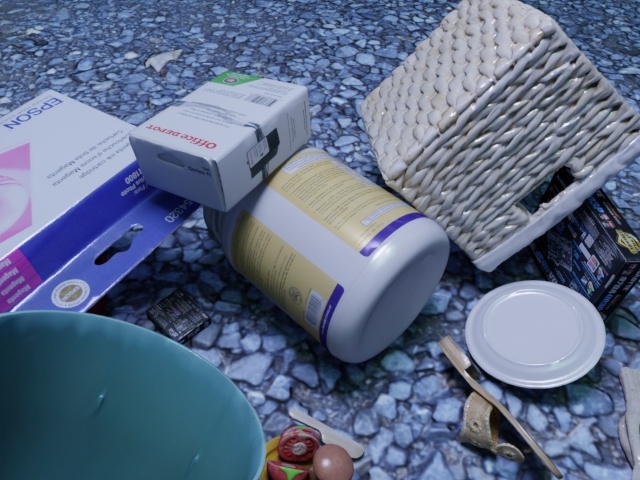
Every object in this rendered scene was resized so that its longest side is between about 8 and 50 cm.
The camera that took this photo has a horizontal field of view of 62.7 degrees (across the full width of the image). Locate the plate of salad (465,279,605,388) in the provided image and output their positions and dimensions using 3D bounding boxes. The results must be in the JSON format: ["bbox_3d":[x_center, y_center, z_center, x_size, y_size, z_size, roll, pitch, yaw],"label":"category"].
[{"bbox_3d":[0.327,0.144,0.811,0.200,0.048,0.199,-14,40,12],"label":"plate of salad"}]

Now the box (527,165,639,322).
[{"bbox_3d":[0.427,0.009,0.870,0.051,0.175,0.220,-2,46,-9],"label":"box"}]

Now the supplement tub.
[{"bbox_3d":[0.000,0.000,0.811,0.241,0.241,0.331,-35,57,-30],"label":"supplement tub"}]

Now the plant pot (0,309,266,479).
[{"bbox_3d":[-0.233,0.239,0.486,0.293,0.235,0.293,26,9,-5],"label":"plant pot"}]

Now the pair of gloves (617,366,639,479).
[{"bbox_3d":[0.534,0.283,0.709,0.240,0.042,0.204,18,48,13],"label":"pair of gloves"}]

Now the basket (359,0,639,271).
[{"bbox_3d":[0.274,-0.198,0.873,0.266,0.328,0.331,36,26,-24],"label":"basket"}]

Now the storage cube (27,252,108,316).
[{"bbox_3d":[-0.433,0.069,0.761,0.215,0.183,0.193,-5,48,-8],"label":"storage cube"}]

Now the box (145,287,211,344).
[{"bbox_3d":[-0.226,0.121,0.835,0.083,0.018,0.067,35,54,27],"label":"box"}]

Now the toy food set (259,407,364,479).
[{"bbox_3d":[-0.021,0.283,0.611,0.128,0.071,0.218,35,41,4],"label":"toy food set"}]

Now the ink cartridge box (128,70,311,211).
[{"bbox_3d":[-0.131,-0.145,0.728,0.153,0.086,0.208,20,47,26],"label":"ink cartridge box"}]

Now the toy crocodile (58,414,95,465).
[{"bbox_3d":[-0.361,0.190,0.655,0.341,0.105,0.115,17,6,-7],"label":"toy crocodile"}]

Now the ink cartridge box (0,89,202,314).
[{"bbox_3d":[-0.371,-0.062,0.715,0.330,0.071,0.324,23,50,18],"label":"ink cartridge box"}]

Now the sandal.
[{"bbox_3d":[0.218,0.242,0.724,0.079,0.088,0.240,-39,46,4],"label":"sandal"}]
